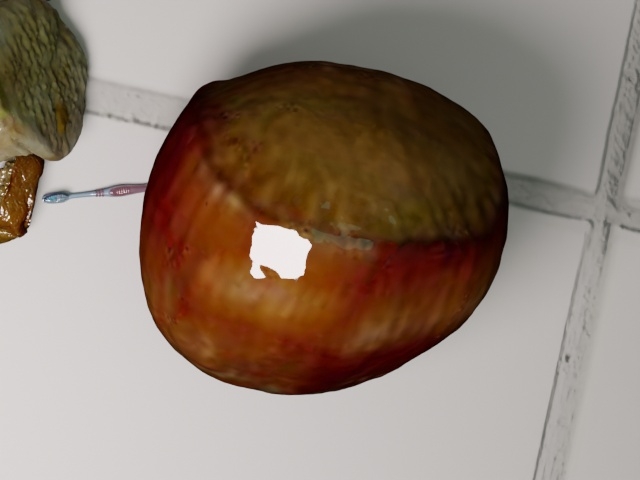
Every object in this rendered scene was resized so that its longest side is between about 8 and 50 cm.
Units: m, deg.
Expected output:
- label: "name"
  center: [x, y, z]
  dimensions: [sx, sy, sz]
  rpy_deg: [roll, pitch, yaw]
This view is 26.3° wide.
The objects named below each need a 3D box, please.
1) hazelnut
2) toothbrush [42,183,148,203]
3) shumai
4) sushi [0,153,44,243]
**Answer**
- label: "hazelnut"
  center: [0.000, 0.000, 1.538]
  dimensions: [0.421, 0.353, 0.420]
  rpy_deg: [-18, 126, -27]
- label: "toothbrush"
  center: [-0.230, -0.059, 1.615]
  dimensions: [0.193, 0.019, 0.013]
  rpy_deg: [-7, 97, -21]
- label: "shumai"
  center: [-0.346, -0.168, 1.516]
  dimensions: [0.120, 0.201, 0.201]
  rpy_deg: [-8, 101, 23]
- label: "sushi"
  center: [-0.348, -0.051, 1.555]
  dimensions: [0.055, 0.052, 0.120]
  rpy_deg: [13, 91, -20]
